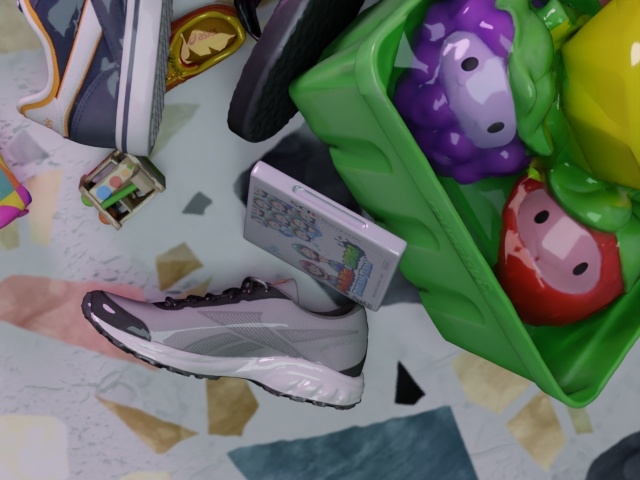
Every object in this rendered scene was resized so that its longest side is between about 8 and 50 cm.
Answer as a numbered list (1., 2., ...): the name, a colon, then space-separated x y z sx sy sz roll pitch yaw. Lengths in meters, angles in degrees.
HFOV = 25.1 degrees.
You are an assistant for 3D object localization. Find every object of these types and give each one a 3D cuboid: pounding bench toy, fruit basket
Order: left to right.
1. pounding bench toy: -0.178 -0.045 1.272 0.065 0.083 0.052 -41 105 5
2. fruit basket: 0.212 -0.081 1.142 0.392 0.392 0.283 51 60 -15

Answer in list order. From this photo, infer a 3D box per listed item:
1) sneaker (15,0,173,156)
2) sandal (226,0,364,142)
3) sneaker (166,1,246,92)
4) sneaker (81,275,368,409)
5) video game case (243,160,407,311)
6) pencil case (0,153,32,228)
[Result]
1. sneaker: -0.174 -0.234 1.159 0.127 0.126 0.321 10 98 1
2. sandal: 0.010 -0.296 1.208 0.107 0.167 0.446 25 94 14
3. sneaker: -0.145 -0.155 1.256 0.175 0.067 0.064 -33 107 5
4. sneaker: -0.084 0.077 1.317 0.271 0.100 0.108 12 92 -14
5. video game case: 0.000 0.000 1.255 0.143 0.157 0.019 29 70 5
6. pencil case: -0.342 -0.101 1.235 0.104 0.104 0.236 -28 106 2
